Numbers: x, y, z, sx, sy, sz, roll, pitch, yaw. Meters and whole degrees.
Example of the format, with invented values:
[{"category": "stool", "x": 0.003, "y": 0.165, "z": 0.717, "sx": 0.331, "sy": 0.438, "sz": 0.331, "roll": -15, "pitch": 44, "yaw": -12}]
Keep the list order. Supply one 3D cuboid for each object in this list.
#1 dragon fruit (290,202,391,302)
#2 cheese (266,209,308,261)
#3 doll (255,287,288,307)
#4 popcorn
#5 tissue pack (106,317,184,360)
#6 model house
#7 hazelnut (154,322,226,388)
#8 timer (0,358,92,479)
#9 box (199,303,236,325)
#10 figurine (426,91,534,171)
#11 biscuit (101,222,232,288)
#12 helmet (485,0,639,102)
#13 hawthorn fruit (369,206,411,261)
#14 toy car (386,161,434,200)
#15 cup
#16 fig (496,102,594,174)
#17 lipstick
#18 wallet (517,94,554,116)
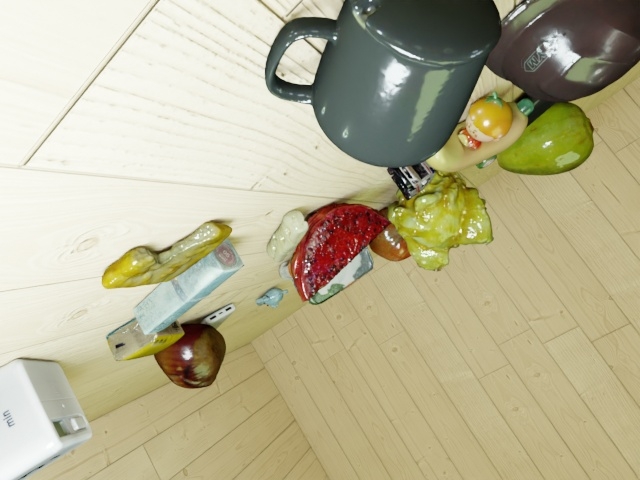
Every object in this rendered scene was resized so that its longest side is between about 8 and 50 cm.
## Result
[{"category": "dragon fruit", "x": 0.000, "y": 0.000, "z": 1.142, "sx": 0.317, "sy": 0.152, "sz": 0.205, "roll": -43, "pitch": -168, "yaw": -20}, {"category": "cheese", "x": -0.082, "y": -0.006, "z": 1.034, "sx": 0.043, "sy": 0.065, "sz": 0.194, "roll": -34, "pitch": 171, "yaw": -34}, {"category": "doll", "x": -0.212, "y": 0.256, "z": 1.817, "sx": 0.120, "sy": 0.075, "sz": 0.180, "roll": -21, "pitch": 164, "yaw": -36}, {"category": "popcorn", "x": 0.387, "y": -0.090, "z": 1.356, "sx": 0.321, "sy": 0.326, "sz": 0.290, "roll": -43, "pitch": 129, "yaw": -7}, {"category": "tissue pack", "x": -0.436, "y": 0.242, "z": 1.086, "sx": 0.120, "sy": 0.082, "sz": 0.169, "roll": -31, "pitch": 170, "yaw": -1}, {"category": "model house", "x": -0.016, "y": 0.088, "z": 1.473, "sx": 0.271, "sy": 0.190, "sz": 0.301, "roll": -31, "pitch": -174, "yaw": -28}, {"category": "hazelnut", "x": -0.430, "y": 0.367, "z": 1.403, "sx": 0.229, "sy": 0.229, "sz": 0.229, "roll": -31, "pitch": 169, "yaw": -7}, {"category": "timer", "x": -0.610, "y": 0.369, "z": 0.849, "sx": 0.195, "sy": 0.194, "sz": 0.192, "roll": -29, "pitch": 169, "yaw": -16}, {"category": "box", "x": -0.421, "y": 0.323, "z": 1.613, "sx": 0.142, "sy": 0.044, "sz": 0.285, "roll": -26, "pitch": 167, "yaw": -43}, {"category": "figurine", "x": 0.394, "y": -0.268, "z": 1.077, "sx": 0.325, "sy": 0.124, "sz": 0.222, "roll": -23, "pitch": 166, "yaw": -27}, {"category": "biscuit", "x": -0.258, "y": 0.025, "z": 0.736, "sx": 0.174, "sy": 0.039, "sz": 0.183, "roll": -34, "pitch": 170, "yaw": 17}, {"category": "helmet", "x": 0.449, "y": -0.341, "z": 0.759, "sx": 0.305, "sy": 0.177, "sz": 0.225, "roll": -29, "pitch": 171, "yaw": -24}, {"category": "hawthorn fruit", "x": 0.269, "y": -0.018, "z": 1.636, "sx": 0.211, "sy": 0.210, "sz": 0.262, "roll": -30, "pitch": 177, "yaw": -16}, {"category": "toy car", "x": 0.251, "y": -0.177, "z": 1.157, "sx": 0.108, "sy": 0.089, "sz": 0.210, "roll": -35, "pitch": 171, "yaw": 12}, {"category": "cup", "x": 0.057, "y": -0.180, "z": 0.443, "sx": 0.223, "sy": 0.169, "sz": 0.176, "roll": 2, "pitch": 156, "yaw": -12}, {"category": "fig", "x": 0.816, "y": -0.353, "z": 1.583, "sx": 0.326, "sy": 0.258, "sz": 0.258, "roll": -23, "pitch": 174, "yaw": 26}, {"category": "lipstick", "x": -0.286, "y": 0.104, "z": 0.907, "sx": 0.290, "sy": 0.076, "sz": 0.077, "roll": -38, "pitch": 170, "yaw": 27}, {"category": "wallet", "x": 0.627, "y": -0.392, "z": 1.356, "sx": 0.228, "sy": 0.062, "sz": 0.406, "roll": -24, "pitch": 166, "yaw": -36}]
